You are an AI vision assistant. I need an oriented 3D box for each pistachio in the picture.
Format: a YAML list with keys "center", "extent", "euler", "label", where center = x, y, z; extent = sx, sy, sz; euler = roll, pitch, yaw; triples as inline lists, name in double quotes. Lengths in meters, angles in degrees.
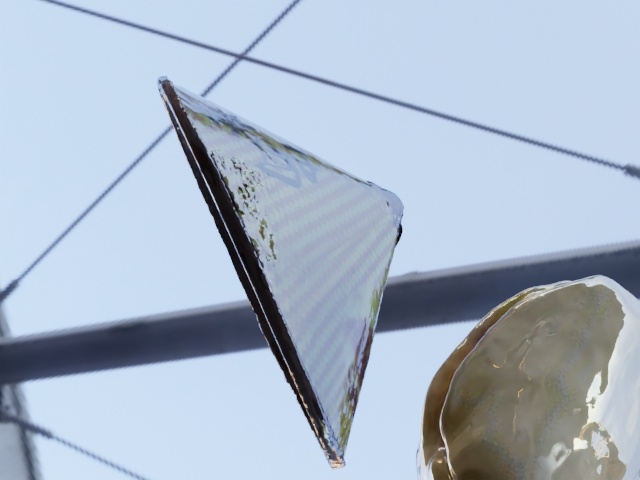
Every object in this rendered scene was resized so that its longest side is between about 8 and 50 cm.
- center: [0.142, 0.117, 0.771]
  extent: [0.145, 0.200, 0.117]
  euler: [41, -27, -7]
  label: "pistachio"

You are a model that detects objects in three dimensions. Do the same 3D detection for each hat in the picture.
- center: [0.000, 0.000, 0.535]
  extent: [0.082, 0.193, 0.193]
  euler: [-24, -91, -4]
  label: "hat"
